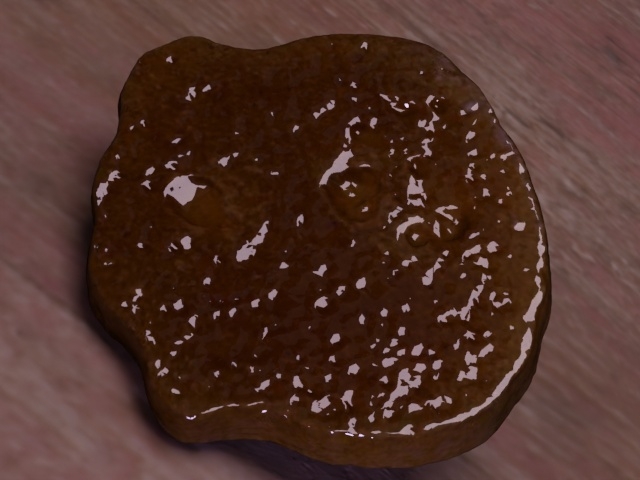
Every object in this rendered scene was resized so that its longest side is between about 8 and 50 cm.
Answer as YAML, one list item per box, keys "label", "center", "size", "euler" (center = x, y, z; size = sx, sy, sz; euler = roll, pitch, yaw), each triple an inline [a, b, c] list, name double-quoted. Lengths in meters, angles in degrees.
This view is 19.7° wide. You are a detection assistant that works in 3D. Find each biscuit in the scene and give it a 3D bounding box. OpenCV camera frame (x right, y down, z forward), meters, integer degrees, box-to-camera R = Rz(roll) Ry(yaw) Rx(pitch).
- label: "biscuit"
  center: [0.000, 0.001, 1.023]
  size: [0.257, 0.049, 0.273]
  euler: [-1, 56, -5]
